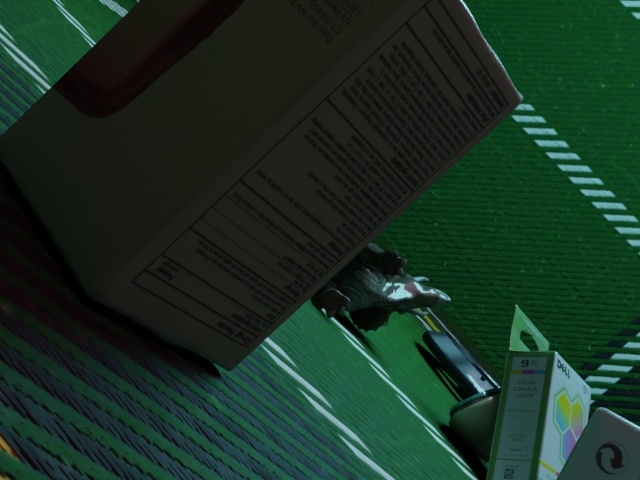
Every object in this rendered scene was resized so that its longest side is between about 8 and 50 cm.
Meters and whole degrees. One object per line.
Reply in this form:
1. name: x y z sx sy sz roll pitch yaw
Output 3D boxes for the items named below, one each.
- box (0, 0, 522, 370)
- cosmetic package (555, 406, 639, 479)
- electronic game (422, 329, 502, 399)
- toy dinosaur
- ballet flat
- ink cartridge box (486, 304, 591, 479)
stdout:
1. box: -0.030 -0.064 0.656 0.127 0.232 0.148 51 6 32
2. cosmetic package: 0.407 0.329 1.016 0.453 0.162 0.230 28 -3 24
3. electronic game: 0.231 0.217 1.761 0.229 0.048 0.229 46 5 -5
4. toy dinosaur: 0.000 0.000 1.286 0.313 0.121 0.160 43 -6 -7
5. ballet flat: 0.204 0.218 1.397 0.086 0.086 0.248 49 5 16
6. ink cartridge box: 0.242 0.185 1.312 0.109 0.062 0.209 42 53 -46
